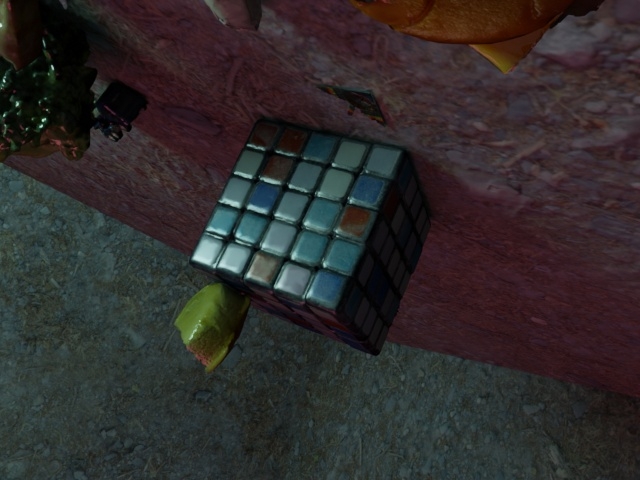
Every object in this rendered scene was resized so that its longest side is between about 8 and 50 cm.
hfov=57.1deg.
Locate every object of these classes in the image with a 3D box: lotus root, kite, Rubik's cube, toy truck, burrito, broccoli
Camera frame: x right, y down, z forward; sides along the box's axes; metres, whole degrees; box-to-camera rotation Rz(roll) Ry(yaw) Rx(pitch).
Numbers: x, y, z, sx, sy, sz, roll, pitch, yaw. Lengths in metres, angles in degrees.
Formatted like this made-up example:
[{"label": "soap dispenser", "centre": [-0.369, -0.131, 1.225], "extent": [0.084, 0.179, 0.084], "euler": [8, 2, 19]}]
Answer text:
[{"label": "lotus root", "centre": [-0.421, -0.346, 0.706], "extent": [0.170, 0.074, 0.261], "euler": [-9, 127, 44]}, {"label": "kite", "centre": [0.050, -0.193, 0.823], "extent": [0.122, 0.004, 0.090], "euler": [26, 166, -11]}, {"label": "Rubik's cube", "centre": [0.000, 0.000, 1.033], "extent": [0.286, 0.292, 0.293], "euler": [17, 166, 25]}, {"label": "toy truck", "centre": [-0.420, -0.262, 1.194], "extent": [0.088, 0.074, 0.201], "euler": [39, 161, -24]}, {"label": "burrito", "centre": [-0.110, -0.290, 0.604], "extent": [0.064, 0.064, 0.203], "euler": [18, 164, 21]}, {"label": "broccoli", "centre": [-0.499, -0.209, 0.952], "extent": [0.293, 0.348, 0.281], "euler": [27, 177, 5]}]

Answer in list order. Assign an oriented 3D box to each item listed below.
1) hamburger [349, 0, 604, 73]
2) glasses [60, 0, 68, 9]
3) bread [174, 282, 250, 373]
[{"label": "hamburger", "centre": [0.085, -0.228, 0.353], "extent": [0.243, 0.139, 0.261], "euler": [23, 167, -7]}, {"label": "glasses", "centre": [-0.317, -0.330, 0.684], "extent": [0.062, 0.104, 0.140], "euler": [17, 169, 14]}, {"label": "bread", "centre": [-0.171, 0.131, 0.954], "extent": [0.086, 0.125, 0.156], "euler": [37, 177, -20]}]
